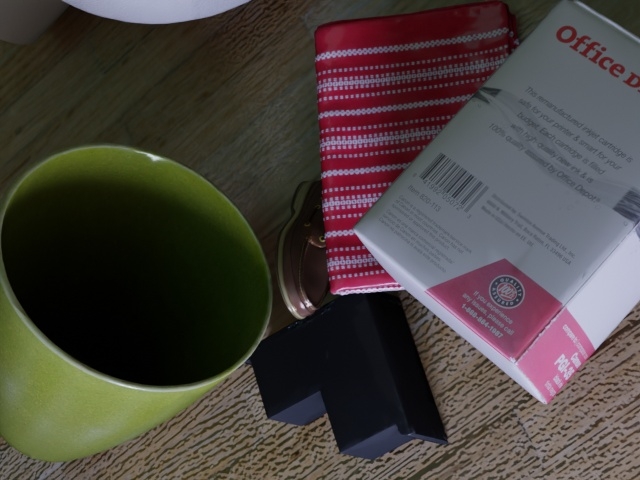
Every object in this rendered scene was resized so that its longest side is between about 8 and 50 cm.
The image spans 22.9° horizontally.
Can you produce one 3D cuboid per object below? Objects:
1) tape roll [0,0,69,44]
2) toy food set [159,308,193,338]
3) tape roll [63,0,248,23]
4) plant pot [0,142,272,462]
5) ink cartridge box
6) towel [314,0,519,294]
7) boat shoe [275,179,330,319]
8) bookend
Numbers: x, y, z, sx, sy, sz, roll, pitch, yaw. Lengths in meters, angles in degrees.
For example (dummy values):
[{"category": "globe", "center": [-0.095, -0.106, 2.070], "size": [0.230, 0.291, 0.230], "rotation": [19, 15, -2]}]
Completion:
[{"category": "tape roll", "center": [-0.361, -0.368, 1.806], "size": [0.169, 0.246, 0.246], "rotation": [-42, 58, 18]}, {"category": "toy food set", "center": [-0.137, 0.067, 1.674], "size": [0.083, 0.020, 0.083], "rotation": [6, 81, 36]}, {"category": "tape roll", "center": [-0.177, -0.414, 1.653], "size": [0.392, 0.072, 0.392], "rotation": [2, 73, -6]}, {"category": "plant pot", "center": [-0.232, 0.097, 1.585], "size": [0.293, 0.275, 0.274], "rotation": [-52, 50, 47]}, {"category": "ink cartridge box", "center": [0.204, -0.036, 1.363], "size": [0.283, 0.117, 0.207], "rotation": [-47, 56, -3]}, {"category": "towel", "center": [0.097, -0.090, 1.497], "size": [0.199, 0.031, 0.274], "rotation": [-5, 74, 7]}, {"category": "boat shoe", "center": [0.000, 0.000, 1.534], "size": [0.060, 0.064, 0.178], "rotation": [-16, 37, 26]}, {"category": "bookend", "center": [0.019, 0.149, 1.511], "size": [0.156, 0.072, 0.157], "rotation": [-31, 62, 24]}]
